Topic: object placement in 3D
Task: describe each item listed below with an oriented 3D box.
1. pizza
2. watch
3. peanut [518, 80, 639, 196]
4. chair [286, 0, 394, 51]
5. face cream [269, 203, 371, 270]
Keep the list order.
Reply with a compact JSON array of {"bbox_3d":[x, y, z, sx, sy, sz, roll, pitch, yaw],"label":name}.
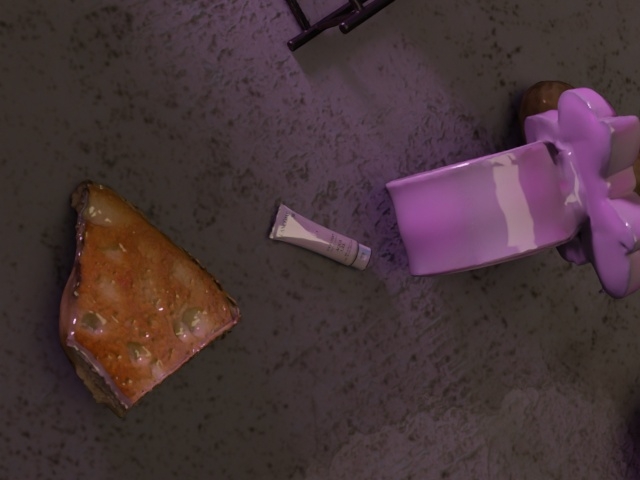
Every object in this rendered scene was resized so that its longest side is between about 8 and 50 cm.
[{"bbox_3d":[-0.191,0.054,1.201,0.204,0.081,0.188,51,43,-7],"label":"pizza"},{"bbox_3d":[0.191,-0.026,1.305,0.218,0.248,0.210,-16,95,-9],"label":"watch"},{"bbox_3d":[0.314,-0.098,1.471,0.228,0.086,0.104,36,70,-24],"label":"peanut"},{"bbox_3d":[0.061,-0.323,1.308,0.260,0.141,0.154,-36,106,-23],"label":"chair"},{"bbox_3d":[0.000,0.000,1.332,0.115,0.020,0.038,23,78,-23],"label":"face cream"}]
